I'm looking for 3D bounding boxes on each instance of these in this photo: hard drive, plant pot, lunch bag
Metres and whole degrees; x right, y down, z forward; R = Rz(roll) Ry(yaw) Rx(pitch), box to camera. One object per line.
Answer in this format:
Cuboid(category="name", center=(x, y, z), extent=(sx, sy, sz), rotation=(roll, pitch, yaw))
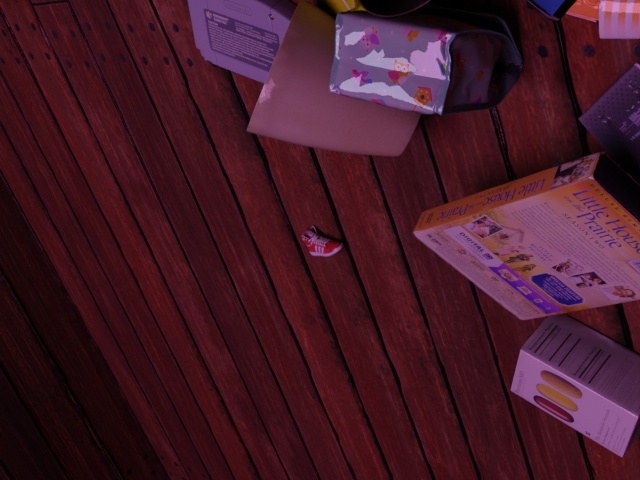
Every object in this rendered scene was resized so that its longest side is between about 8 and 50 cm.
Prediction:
Cuboid(category="hard drive", center=(0.533, -0.148, 1.533), extent=(0.255, 0.054, 0.172), rotation=(44, 147, 5))
Cuboid(category="plant pot", center=(0.042, -0.263, 1.823), extent=(0.274, 0.256, 0.256), rotation=(22, 146, -5))
Cuboid(category="lunch bag", center=(0.178, -0.295, 1.624), extent=(0.223, 0.262, 0.160), rotation=(19, 113, 33))

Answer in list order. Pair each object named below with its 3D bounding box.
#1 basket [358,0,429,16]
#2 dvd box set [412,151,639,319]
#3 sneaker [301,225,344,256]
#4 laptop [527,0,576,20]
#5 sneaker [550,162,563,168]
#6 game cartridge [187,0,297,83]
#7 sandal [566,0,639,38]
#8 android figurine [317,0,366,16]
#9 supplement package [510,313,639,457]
Cuboid(category="basket", center=(0.107, -0.486, 1.510), extent=(0.204, 0.154, 0.227), rotation=(-52, 42, 41))
Cuboid(category="dvd box set", center=(0.402, 0.009, 1.724), extent=(0.308, 0.062, 0.420), rotation=(36, 151, -22))
Cuboid(category="sneaker", center=(0.000, 0.000, 2.300), extent=(0.118, 0.042, 0.067), rotation=(-6, 123, 53))
Cuboid(category="laptop", center=(0.279, -0.462, 1.327), extent=(0.234, 0.264, 0.136), rotation=(-51, 44, 17))
Cuboid(category="sneaker", center=(0.437, -0.049, 1.749), extent=(0.069, 0.082, 0.209), rotation=(-2, 142, 34))
Cuboid(category="game cartridge", center=(-0.140, -0.418, 2.028), extent=(0.297, 0.062, 0.198), rotation=(26, 136, 30))
Cuboid(category="sandal", center=(0.408, -0.337, 1.463), extent=(0.265, 0.076, 0.102), rotation=(19, 137, 37))
Cuboid(category="android figurine", center=(0.017, -0.467, 1.703), extent=(0.248, 0.056, 0.273), rotation=(56, 173, -10))
Cuboid(category="supplement package", center=(0.504, 0.267, 1.914), extent=(0.244, 0.134, 0.139), rotation=(30, 142, 26))
